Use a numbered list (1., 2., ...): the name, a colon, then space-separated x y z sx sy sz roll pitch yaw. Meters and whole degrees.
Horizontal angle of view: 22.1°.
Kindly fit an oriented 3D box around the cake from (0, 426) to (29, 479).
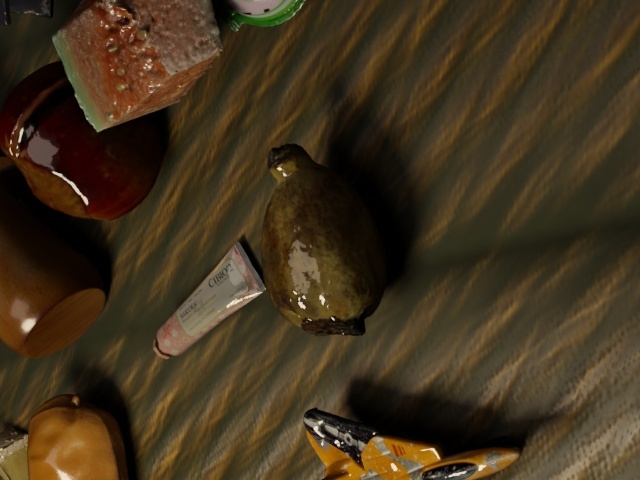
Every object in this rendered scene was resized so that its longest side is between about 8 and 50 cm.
1. cake: -0.445 0.335 2.410 0.052 0.065 0.121 18 138 44

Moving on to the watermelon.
1. watermelon: -0.189 -0.231 1.804 0.257 0.140 0.193 4 115 63

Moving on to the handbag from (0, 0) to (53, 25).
1. handbag: -0.448 -0.444 2.070 0.303 0.122 0.329 24 119 40

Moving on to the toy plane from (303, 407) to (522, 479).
1. toy plane: 0.108 0.242 1.708 0.316 0.103 0.204 -25 86 43

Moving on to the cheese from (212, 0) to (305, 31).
1. cheese: -0.054 -0.354 1.684 0.204 0.083 0.320 51 137 23

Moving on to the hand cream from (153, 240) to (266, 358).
1. hand cream: -0.137 0.082 1.968 0.210 0.043 0.067 -43 70 41

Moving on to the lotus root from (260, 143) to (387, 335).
1. lotus root: 0.000 0.000 1.719 0.138 0.138 0.214 -9 95 49

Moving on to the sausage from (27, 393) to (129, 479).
1. sausage: -0.321 0.320 2.193 0.136 0.120 0.241 -5 104 15

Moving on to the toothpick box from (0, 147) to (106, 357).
1. toothpick box: -0.421 0.007 2.154 0.294 0.192 0.192 48 134 19

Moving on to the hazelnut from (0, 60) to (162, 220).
1. hazelnut: -0.283 -0.117 1.980 0.204 0.178 0.178 40 130 26
